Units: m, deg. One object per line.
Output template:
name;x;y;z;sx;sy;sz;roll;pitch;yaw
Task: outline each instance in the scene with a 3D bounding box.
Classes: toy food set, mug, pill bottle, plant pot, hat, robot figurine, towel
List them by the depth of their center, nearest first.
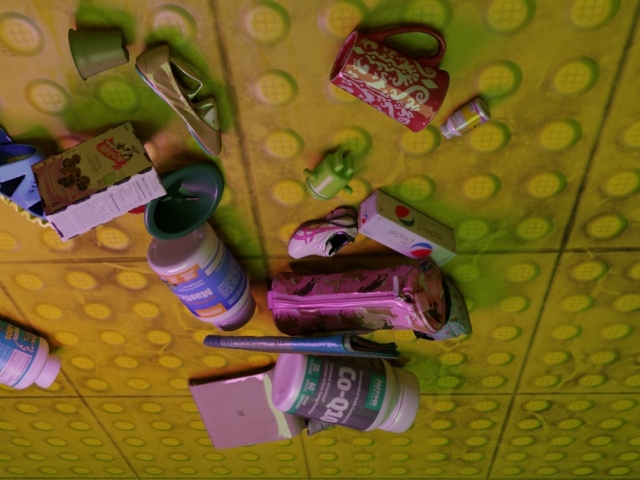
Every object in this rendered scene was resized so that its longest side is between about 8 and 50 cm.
plant pot;-0.356;-0.308;1.074;0.079;0.083;0.083;-10;139;-3
mug;0.115;-0.280;1.082;0.169;0.150;0.113;23;172;-16
pill bottle;0.256;-0.214;1.175;0.083;0.043;0.043;-30;130;32
robot figurine;0.016;-0.121;1.274;0.101;0.067;0.115;16;139;-34
hat;-0.329;-0.114;1.332;0.208;0.183;0.173;-39;148;-16
pill bottle;-0.249;0.085;1.461;0.152;0.152;0.272;-13;136;17
towel;-0.039;0.235;1.496;0.370;0.040;0.271;-3;166;29
pill bottle;-0.824;0.298;1.735;0.146;0.146;0.264;-32;129;33
pill bottle;0.068;0.391;1.763;0.361;0.204;0.204;17;137;-18
toy food set;-0.219;0.479;1.932;0.306;0.092;0.219;-14;106;16

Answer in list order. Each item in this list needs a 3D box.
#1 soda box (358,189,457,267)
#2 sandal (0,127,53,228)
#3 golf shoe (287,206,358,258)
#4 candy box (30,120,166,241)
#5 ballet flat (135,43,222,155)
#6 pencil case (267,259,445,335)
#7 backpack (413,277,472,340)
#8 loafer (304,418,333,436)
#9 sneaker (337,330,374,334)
soda box;0.182;-0.020;1.380;0.216;0.074;0.069;26;135;-26
sandal;-0.554;-0.122;1.262;0.317;0.126;0.138;20;132;-21
golf shoe;0.000;0.000;1.403;0.186;0.086;0.067;-29;132;32
candy box;-0.396;-0.110;1.179;0.196;0.165;0.070;-27;138;-11
ballet flat;-0.222;-0.239;1.145;0.073;0.080;0.232;-29;133;11
pencil case;0.075;0.132;1.443;0.386;0.160;0.167;-6;130;30
backpack;0.282;0.170;1.547;0.115;0.152;0.182;-8;151;25
loafer;-0.019;0.543;2.011;0.319;0.111;0.112;0;139;2
sneaker;0.125;0.199;1.659;0.188;0.066;0.071;-14;154;25
